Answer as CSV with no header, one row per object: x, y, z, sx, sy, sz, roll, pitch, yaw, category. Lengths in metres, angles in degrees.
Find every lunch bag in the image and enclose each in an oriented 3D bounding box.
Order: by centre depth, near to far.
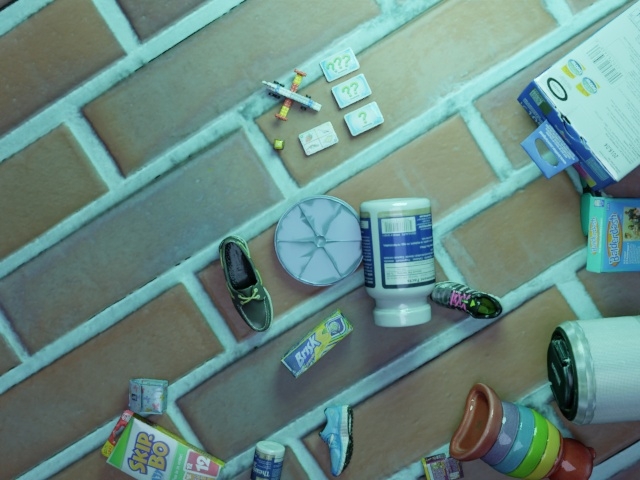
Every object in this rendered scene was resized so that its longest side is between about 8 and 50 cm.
-0.386,0.348,1.862,0.083,0.053,0.071,4,94,9,lunch bag

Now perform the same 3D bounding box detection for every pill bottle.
0.166,0.044,1.781,0.153,0.153,0.264,-4,95,1,pill bottle
-0.121,0.515,1.867,0.067,0.067,0.120,9,95,0,pill bottle

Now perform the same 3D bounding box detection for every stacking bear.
0.456,0.448,1.816,0.289,0.164,0.175,24,81,-9,stacking bear

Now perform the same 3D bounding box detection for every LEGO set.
-0.009,-0.290,1.803,0.244,0.060,0.182,-24,91,3,LEGO set

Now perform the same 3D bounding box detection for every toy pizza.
0.000,0.000,1.839,0.201,0.032,0.201,0,95,2,toy pizza

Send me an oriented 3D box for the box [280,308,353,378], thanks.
-0.008,0.226,1.845,0.169,0.059,0.054,-42,91,3,box

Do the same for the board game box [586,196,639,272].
0.670,-0.013,1.790,0.210,0.047,0.160,0,95,-23,board game box

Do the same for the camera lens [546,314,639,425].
0.633,0.271,1.765,0.275,0.219,0.219,-5,95,1,camera lens

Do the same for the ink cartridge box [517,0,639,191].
0.602,-0.289,1.717,0.395,0.151,0.270,-37,85,-5,ink cartridge box

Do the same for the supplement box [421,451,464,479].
0.274,0.510,1.876,0.083,0.043,0.054,-15,95,2,supplement box

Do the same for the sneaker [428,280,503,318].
0.322,0.132,1.827,0.171,0.075,0.063,16,95,-1,sneaker

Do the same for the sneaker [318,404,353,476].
0.033,0.446,1.873,0.073,0.063,0.162,3,91,18,sneaker

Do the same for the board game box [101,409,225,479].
-0.358,0.495,1.885,0.260,0.039,0.124,30,94,1,board game box

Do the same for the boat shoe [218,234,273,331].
-0.167,0.100,1.830,0.081,0.068,0.227,-21,94,2,boat shoe

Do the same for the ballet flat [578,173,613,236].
0.596,-0.110,1.809,0.074,0.074,0.203,-7,93,1,ballet flat
